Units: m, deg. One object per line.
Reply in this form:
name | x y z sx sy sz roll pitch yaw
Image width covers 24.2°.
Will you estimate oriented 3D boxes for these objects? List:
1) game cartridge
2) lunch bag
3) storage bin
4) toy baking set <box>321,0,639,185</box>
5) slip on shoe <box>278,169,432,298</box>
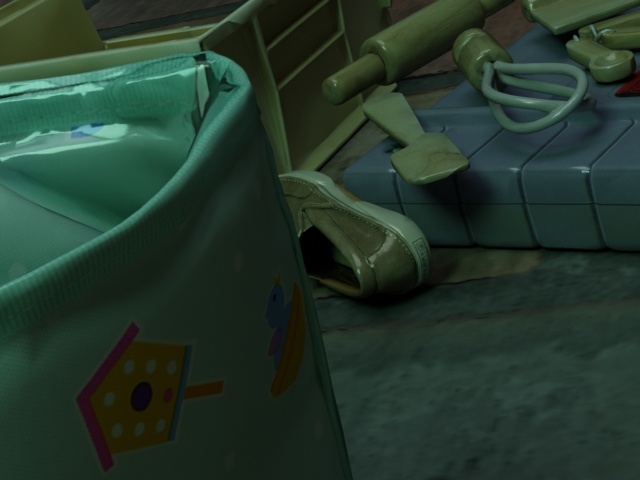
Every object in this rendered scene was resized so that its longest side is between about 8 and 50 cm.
game cartridge | 0.201 -0.098 0.834 0.230 0.068 0.355 -3 25 40
lunch bag | -0.107 0.090 0.381 0.262 0.223 0.160 -27 31 -23
storage bin | -0.111 -0.107 0.995 0.262 0.123 0.260 -5 25 29
toy baking set | 0.100 -0.102 0.802 0.256 0.030 0.197 -31 25 -30
slip on shoe | 0.000 0.000 0.757 0.041 0.051 0.135 -26 31 -28
